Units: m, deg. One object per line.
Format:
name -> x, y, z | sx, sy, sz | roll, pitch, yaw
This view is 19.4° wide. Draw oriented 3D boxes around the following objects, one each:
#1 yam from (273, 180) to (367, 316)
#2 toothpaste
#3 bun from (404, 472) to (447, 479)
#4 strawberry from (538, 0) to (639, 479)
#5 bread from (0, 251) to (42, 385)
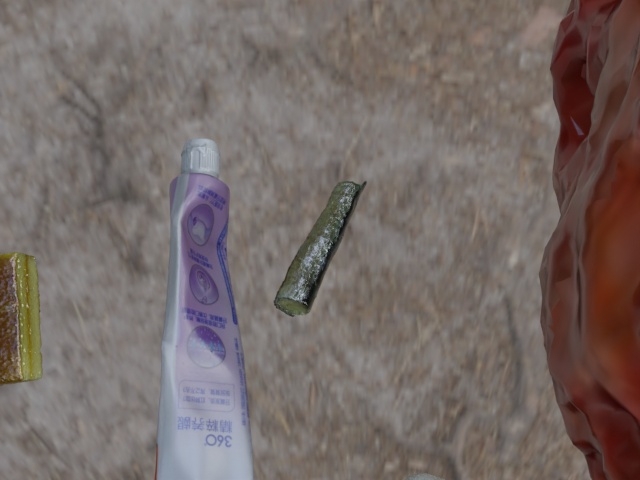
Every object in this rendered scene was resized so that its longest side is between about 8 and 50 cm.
yam -> 0.000, 0.000, 1.442 | 0.033, 0.027, 0.129 | -2, 49, 36
toothpaste -> -0.092, 0.061, 1.456 | 0.075, 0.048, 0.301 | 11, 64, -28
bun -> 0.080, 0.205, 1.289 | 0.138, 0.138, 0.094 | -14, 66, -5
strawberry -> 0.164, 0.015, 0.376 | 0.292, 0.310, 0.291 | 22, 39, -19
bread -> -0.239, 0.058, 1.290 | 0.094, 0.035, 0.090 | -10, 81, 22
